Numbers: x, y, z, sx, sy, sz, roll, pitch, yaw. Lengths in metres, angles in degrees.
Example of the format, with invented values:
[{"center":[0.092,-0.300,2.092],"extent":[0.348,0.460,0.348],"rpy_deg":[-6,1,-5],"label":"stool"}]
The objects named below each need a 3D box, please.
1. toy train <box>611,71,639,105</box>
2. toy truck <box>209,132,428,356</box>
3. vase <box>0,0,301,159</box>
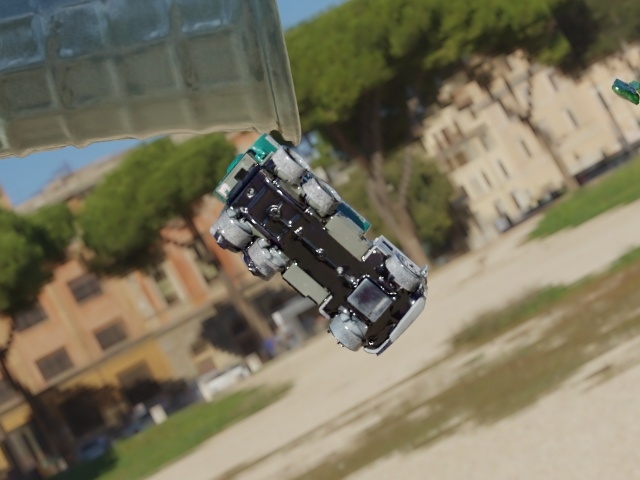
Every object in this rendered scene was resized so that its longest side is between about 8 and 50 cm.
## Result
[{"center":[0.246,-0.095,0.681],"extent":[0.188,0.132,0.243],"rpy_deg":[-49,-16,21],"label":"toy train"},{"center":[0.000,0.000,0.553],"extent":[0.039,0.083,0.044],"rpy_deg":[-49,-1,14],"label":"toy truck"},{"center":[-0.169,-0.087,0.801],"extent":[0.299,0.143,0.143],"rpy_deg":[-12,-3,-1],"label":"vase"}]
